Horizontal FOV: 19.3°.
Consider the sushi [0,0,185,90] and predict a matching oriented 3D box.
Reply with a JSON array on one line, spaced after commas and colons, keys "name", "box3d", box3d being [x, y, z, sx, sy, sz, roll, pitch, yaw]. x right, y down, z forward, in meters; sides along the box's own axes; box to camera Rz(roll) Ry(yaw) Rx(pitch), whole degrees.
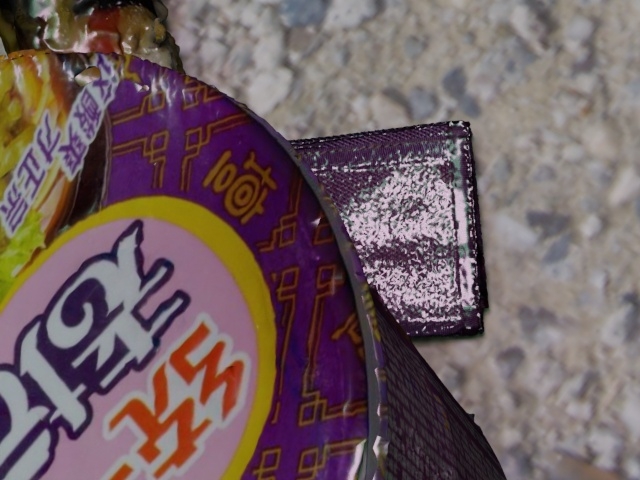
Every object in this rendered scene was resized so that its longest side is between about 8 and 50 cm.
[{"name": "sushi", "box3d": [-0.119, -0.105, 0.971, 0.103, 0.097, 0.226, -7, 67, -22]}]

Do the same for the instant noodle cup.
[{"name": "instant noodle cup", "box3d": [-0.074, 0.120, 0.787, 0.340, 0.266, 0.339, -10, 67, 24]}]

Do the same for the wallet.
[{"name": "wallet", "box3d": [0.000, 0.000, 0.954, 0.166, 0.030, 0.111, -6, 74, 11]}]
